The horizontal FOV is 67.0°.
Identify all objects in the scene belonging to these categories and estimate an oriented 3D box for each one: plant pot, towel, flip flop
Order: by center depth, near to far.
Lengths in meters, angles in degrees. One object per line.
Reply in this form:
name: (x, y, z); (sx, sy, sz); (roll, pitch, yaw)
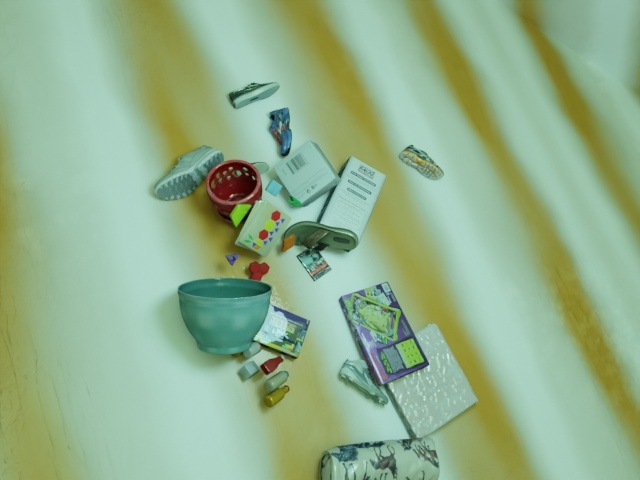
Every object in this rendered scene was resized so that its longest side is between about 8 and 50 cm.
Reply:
plant pot: (-0.304, 0.242, 1.538); (0.293, 0.293, 0.196); (1, 97, -20)
plant pot: (-0.295, -0.160, 1.712); (0.191, 0.174, 0.191); (0, 59, 1)
flip flop: (0.000, 0.000, 1.778); (0.277, 0.112, 0.080); (10, 43, 4)
towel: (0.389, 0.517, 1.796); (0.317, 0.053, 0.331); (-22, 79, -25)

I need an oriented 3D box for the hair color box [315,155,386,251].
hair color box: (0.116, -0.146, 1.917); (0.174, 0.105, 0.347); (29, 63, -8)

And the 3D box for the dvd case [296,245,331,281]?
dvd case: (-0.024, 0.084, 1.830); (0.087, 0.013, 0.119); (-34, 86, -28)

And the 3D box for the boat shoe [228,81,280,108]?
boat shoe: (-0.268, -0.610, 1.968); (0.219, 0.078, 0.070); (-29, 83, -25)

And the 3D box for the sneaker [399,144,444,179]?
sneaker: (0.458, -0.349, 2.138); (0.215, 0.084, 0.083); (34, 58, -4)

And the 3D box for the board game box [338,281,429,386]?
board game box: (0.229, 0.334, 1.773); (0.208, 0.056, 0.346); (-12, 64, -26)

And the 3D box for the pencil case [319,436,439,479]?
pencil case: (0.187, 0.750, 1.570); (0.411, 0.160, 0.183); (2, 92, -19)

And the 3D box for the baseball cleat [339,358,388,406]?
baseball cleat: (0.169, 0.493, 1.713); (0.206, 0.072, 0.109); (37, 56, -8)

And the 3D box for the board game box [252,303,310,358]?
board game box: (-0.137, 0.315, 1.680); (0.170, 0.048, 0.141); (24, 65, -11)

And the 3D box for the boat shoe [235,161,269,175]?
boat shoe: (-0.265, -0.279, 1.862); (0.137, 0.049, 0.043); (-16, 37, -24)

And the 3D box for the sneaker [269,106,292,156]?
sneaker: (-0.162, -0.434, 1.949); (0.087, 0.083, 0.221); (-4, 66, -8)

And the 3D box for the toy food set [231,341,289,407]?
toy food set: (-0.184, 0.417, 1.599); (0.232, 0.111, 0.104); (49, 30, 14)

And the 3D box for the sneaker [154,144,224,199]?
sneaker: (-0.487, -0.249, 1.756); (0.115, 0.105, 0.281); (35, 60, 29)

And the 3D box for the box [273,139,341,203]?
box: (-0.049, -0.252, 1.842); (0.181, 0.119, 0.182); (-36, 84, 14)

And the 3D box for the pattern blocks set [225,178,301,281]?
pattern blocks set: (-0.199, -0.037, 1.673); (0.325, 0.026, 0.285); (-51, 132, -7)
